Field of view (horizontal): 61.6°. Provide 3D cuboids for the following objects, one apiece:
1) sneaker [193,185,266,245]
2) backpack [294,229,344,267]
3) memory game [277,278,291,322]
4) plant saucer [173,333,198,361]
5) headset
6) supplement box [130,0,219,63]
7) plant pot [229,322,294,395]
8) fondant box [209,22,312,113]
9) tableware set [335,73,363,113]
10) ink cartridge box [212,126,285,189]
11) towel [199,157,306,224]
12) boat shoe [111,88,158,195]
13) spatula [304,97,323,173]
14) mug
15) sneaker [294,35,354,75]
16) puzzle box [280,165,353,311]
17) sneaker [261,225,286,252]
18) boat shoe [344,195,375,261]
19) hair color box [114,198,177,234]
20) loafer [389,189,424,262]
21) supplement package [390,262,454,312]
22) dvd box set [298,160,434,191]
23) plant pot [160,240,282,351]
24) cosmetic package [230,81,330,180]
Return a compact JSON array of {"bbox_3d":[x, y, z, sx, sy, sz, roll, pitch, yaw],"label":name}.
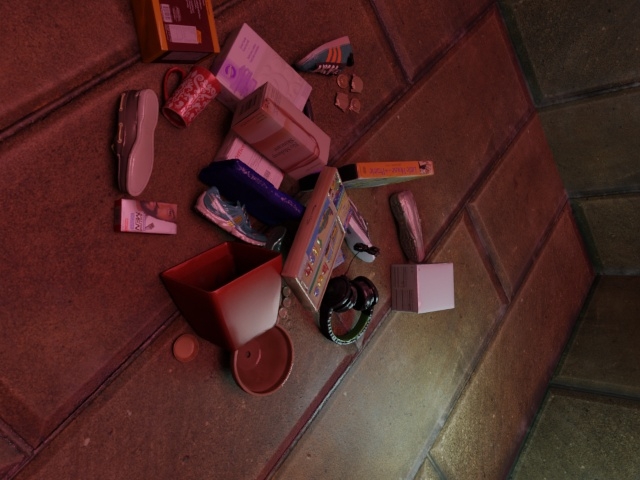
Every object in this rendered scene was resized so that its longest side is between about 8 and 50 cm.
[{"bbox_3d":[-0.268,-0.069,1.705,0.275,0.107,0.110,37,81,-35],"label":"sneaker"},{"bbox_3d":[-0.008,0.022,1.946,0.158,0.117,0.173,-23,101,-41],"label":"backpack"},{"bbox_3d":[-0.175,0.200,1.854,0.186,0.012,0.186,2,87,-43],"label":"memory game"},{"bbox_3d":[-0.412,0.326,1.632,0.083,0.015,0.083,3,86,-43],"label":"plant saucer"},{"bbox_3d":[0.130,0.205,2.014,0.243,0.185,0.394,3,97,-42],"label":"headset"},{"bbox_3d":[-0.427,-0.636,1.586,0.194,0.129,0.191,-15,97,-42],"label":"supplement box"},{"bbox_3d":[-0.210,0.378,1.749,0.237,0.110,0.237,4,85,-42],"label":"plant pot"},{"bbox_3d":[-0.204,-0.517,1.806,0.330,0.096,0.238,36,65,-34],"label":"fondant box"},{"bbox_3d":[0.115,-0.591,2.149,0.141,0.020,0.168,8,84,-40],"label":"tableware set"},{"bbox_3d":[-0.225,-0.265,1.777,0.218,0.092,0.158,39,62,-36],"label":"ink cartridge box"},{"bbox_3d":[-0.207,-0.157,1.697,0.308,0.228,0.076,35,66,-35],"label":"towel"},{"bbox_3d":[-0.528,-0.275,1.506,0.109,0.091,0.305,33,63,-77],"label":"boat shoe"},{"bbox_3d":[-0.034,-0.392,1.997,0.084,0.030,0.296,-7,92,-43],"label":"spatula"},{"bbox_3d":[-0.409,-0.436,1.631,0.169,0.150,0.113,-59,160,-22],"label":"mug"},{"bbox_3d":[0.030,-0.673,2.016,0.302,0.108,0.121,-38,108,-38],"label":"sneaker"},{"bbox_3d":[0.000,0.000,1.756,0.272,0.052,0.408,64,42,-57],"label":"puzzle box"},{"bbox_3d":[-0.165,0.021,1.856,0.158,0.061,0.065,-59,151,-26],"label":"sneaker"},{"bbox_3d":[0.139,-0.053,2.095,0.102,0.108,0.301,-47,111,-32],"label":"boat shoe"},{"bbox_3d":[-0.501,-0.066,1.544,0.167,0.053,0.093,3,86,-43],"label":"hair color box"},{"bbox_3d":[0.395,-0.062,2.316,0.111,0.112,0.319,-22,102,-32],"label":"loafer"},{"bbox_3d":[0.445,0.200,2.326,0.262,0.145,0.204,0,88,-42],"label":"supplement package"},{"bbox_3d":[0.172,-0.239,1.992,0.420,0.308,0.062,-9,92,-41],"label":"dvd box set"},{"bbox_3d":[-0.273,0.173,1.619,0.267,0.267,0.235,-30,119,-39],"label":"plant pot"},{"bbox_3d":[-0.122,-0.341,1.713,0.296,0.153,0.129,35,47,-34],"label":"cosmetic package"}]
